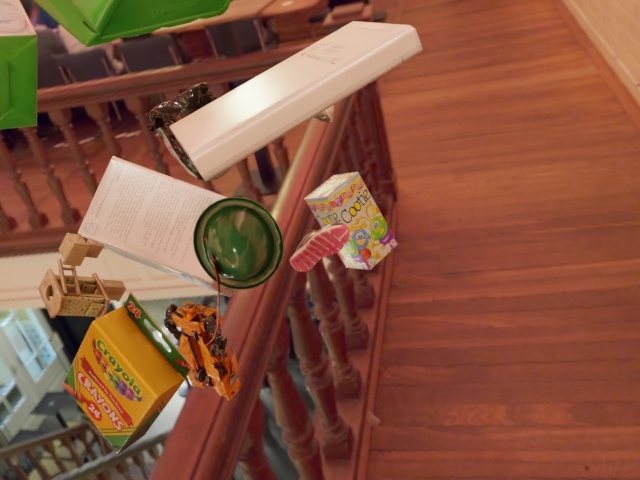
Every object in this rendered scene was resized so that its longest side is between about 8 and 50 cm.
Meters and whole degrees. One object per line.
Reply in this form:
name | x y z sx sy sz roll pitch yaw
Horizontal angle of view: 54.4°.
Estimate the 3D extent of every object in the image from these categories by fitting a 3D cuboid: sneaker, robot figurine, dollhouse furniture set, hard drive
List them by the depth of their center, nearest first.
hard drive | -0.050 -0.223 0.938 0.353 0.047 0.233 -32 28 -7
dollhouse furniture set | -0.469 0.083 1.328 0.182 0.161 0.101 10 31 -49
sneaker | 0.000 0.000 1.340 0.170 0.063 0.075 -38 24 39
robot figurine | -0.310 0.283 1.660 0.211 0.291 0.085 11 34 31
sneaker | 0.012 -0.367 1.752 0.054 0.061 0.152 15 9 2

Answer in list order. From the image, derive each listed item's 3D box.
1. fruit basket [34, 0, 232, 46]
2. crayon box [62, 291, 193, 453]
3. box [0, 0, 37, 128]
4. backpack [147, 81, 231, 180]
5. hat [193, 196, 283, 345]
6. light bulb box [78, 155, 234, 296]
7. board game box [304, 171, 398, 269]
fruit basket | -0.288 -0.514 0.899 0.283 0.392 0.392 -30 12 46
crayon box | -0.399 0.274 1.265 0.202 0.318 0.081 46 39 11
box | -0.760 -0.438 1.473 0.127 0.262 0.231 -14 57 -34
backpack | -0.248 -0.213 1.287 0.152 0.182 0.115 -30 7 3
hat | -0.158 0.033 1.112 0.173 0.208 0.183 -26 7 8
light bulb box | -0.390 -0.022 1.696 0.361 0.358 0.225 20 80 3
board game box | 0.098 -0.060 1.972 0.142 0.275 0.144 -40 20 -25
